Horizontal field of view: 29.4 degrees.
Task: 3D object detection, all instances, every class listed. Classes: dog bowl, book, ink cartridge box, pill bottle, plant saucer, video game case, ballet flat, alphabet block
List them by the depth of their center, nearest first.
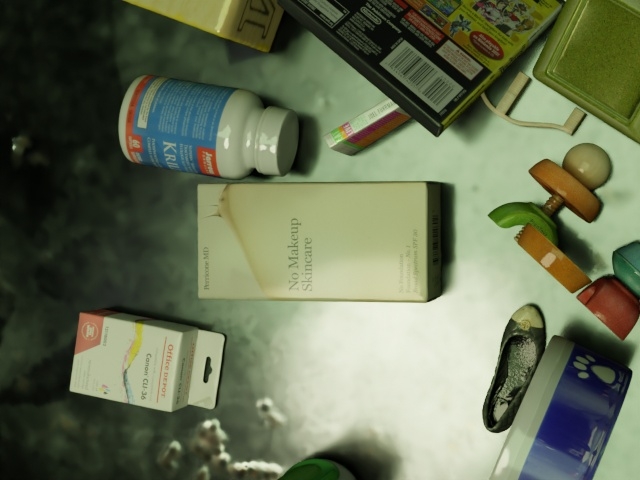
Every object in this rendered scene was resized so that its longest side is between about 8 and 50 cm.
[{"bbox_3d":[0.275,0.253,1.462,0.104,0.265,0.265,23,98,12],"label":"dog bowl"},{"bbox_3d":[0.360,-0.228,1.485,0.188,0.045,0.188,36,126,20],"label":"plant saucer"},{"bbox_3d":[0.128,-0.300,1.545,0.275,0.035,0.248,41,73,12],"label":"video game case"},{"bbox_3d":[0.251,0.168,1.577,0.057,0.049,0.173,16,96,15],"label":"ballet flat"},{"bbox_3d":[0.081,-0.161,1.590,0.144,0.096,0.035,-29,84,14],"label":"book"},{"bbox_3d":[-0.142,-0.376,1.598,0.192,0.193,0.197,22,98,16],"label":"alphabet block"},{"bbox_3d":[-0.147,-0.148,1.641,0.221,0.124,0.124,10,95,16],"label":"pill bottle"},{"bbox_3d":[-0.242,0.170,1.708,0.198,0.067,0.115,9,94,15],"label":"ink cartridge box"}]

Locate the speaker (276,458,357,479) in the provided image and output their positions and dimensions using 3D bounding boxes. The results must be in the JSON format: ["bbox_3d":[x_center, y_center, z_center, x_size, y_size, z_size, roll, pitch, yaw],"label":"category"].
[{"bbox_3d":[-0.034,0.358,1.535,0.131,0.296,0.131,1,92,16],"label":"speaker"}]

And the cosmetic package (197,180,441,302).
[{"bbox_3d":[0.000,0.000,1.612,0.309,0.113,0.160,-1,92,15],"label":"cosmetic package"}]

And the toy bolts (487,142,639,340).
[{"bbox_3d":[0.347,-0.003,1.479,0.228,0.218,0.158,42,96,-8],"label":"toy bolts"}]

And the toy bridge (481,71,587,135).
[{"bbox_3d":[0.248,-0.188,1.579,0.188,0.026,0.063,35,102,13],"label":"toy bridge"}]
